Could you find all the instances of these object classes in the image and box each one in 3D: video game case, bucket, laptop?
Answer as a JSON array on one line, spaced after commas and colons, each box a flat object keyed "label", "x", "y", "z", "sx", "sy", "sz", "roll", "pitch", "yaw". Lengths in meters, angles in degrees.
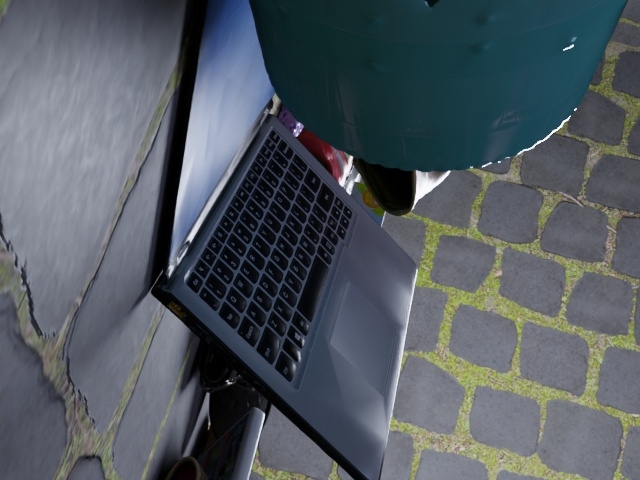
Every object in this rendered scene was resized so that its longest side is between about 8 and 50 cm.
[{"label": "video game case", "x": -0.142, "y": 0.323, "z": 1.185, "sx": 0.183, "sy": 0.023, "sz": 0.201, "roll": -46, "pitch": -163, "yaw": 33}, {"label": "bucket", "x": 0.073, "y": -0.192, "z": 0.620, "sx": 0.183, "sy": 0.281, "sz": 0.281, "roll": 88, "pitch": 16, "yaw": -59}, {"label": "laptop", "x": 0.017, "y": -0.072, "z": 0.894, "sx": 0.236, "sy": 0.408, "sz": 0.382, "roll": -37, "pitch": -164, "yaw": 27}]

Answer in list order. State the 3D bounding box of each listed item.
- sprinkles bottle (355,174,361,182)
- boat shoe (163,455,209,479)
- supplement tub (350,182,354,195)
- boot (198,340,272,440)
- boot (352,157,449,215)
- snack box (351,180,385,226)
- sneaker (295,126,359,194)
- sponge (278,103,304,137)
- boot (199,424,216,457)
[{"label": "sprinkles bottle", "x": 0.014, "y": -0.124, "z": 1.656, "sx": 0.121, "sy": 0.121, "sz": 0.355, "roll": 93, "pitch": 13, "yaw": -79}, {"label": "boat shoe", "x": -0.173, "y": 0.317, "z": 1.090, "sx": 0.059, "sy": 0.063, "sz": 0.170, "roll": 85, "pitch": 16, "yaw": -46}, {"label": "supplement tub", "x": -0.005, "y": -0.099, "z": 1.442, "sx": 0.117, "sy": 0.117, "sz": 0.190, "roll": 93, "pitch": 13, "yaw": -80}, {"label": "boot", "x": -0.114, "y": 0.159, "z": 1.242, "sx": 0.229, "sy": 0.091, "sz": 0.263, "roll": -12, "pitch": 114, "yaw": -81}, {"label": "boot", "x": 0.067, "y": -0.185, "z": 0.921, "sx": 0.211, "sy": 0.104, "sz": 0.295, "roll": -44, "pitch": 120, "yaw": -63}, {"label": "snack box", "x": 0.000, "y": 0.000, "z": 1.516, "sx": 0.070, "sy": 0.174, "sz": 0.207, "roll": 103, "pitch": 4, "yaw": -67}, {"label": "sneaker", "x": -0.025, "y": -0.037, "z": 1.237, "sx": 0.118, "sy": 0.107, "sz": 0.279, "roll": -41, "pitch": 150, "yaw": -48}, {"label": "sponge", "x": -0.061, "y": -0.085, "z": 1.276, "sx": 0.117, "sy": 0.031, "sz": 0.210, "roll": 101, "pitch": 6, "yaw": -52}, {"label": "boot", "x": -0.140, "y": 0.343, "z": 1.363, "sx": 0.236, "sy": 0.089, "sz": 0.269, "roll": -44, "pitch": -161, "yaw": 44}]
